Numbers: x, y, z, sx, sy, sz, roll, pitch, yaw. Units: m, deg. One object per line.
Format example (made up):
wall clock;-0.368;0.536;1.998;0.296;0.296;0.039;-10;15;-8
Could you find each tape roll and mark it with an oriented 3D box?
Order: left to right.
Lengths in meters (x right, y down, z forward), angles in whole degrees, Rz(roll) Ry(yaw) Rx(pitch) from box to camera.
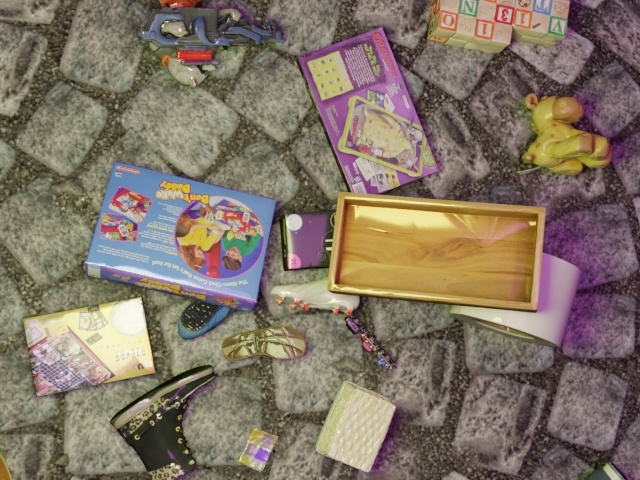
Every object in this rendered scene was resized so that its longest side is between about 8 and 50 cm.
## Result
tape roll;0.414;0.112;1.901;0.246;0.246;0.169;20;83;-7

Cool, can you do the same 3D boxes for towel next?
towel;-0.133;0.445;1.904;0.060;0.009;0.083;28;82;-7

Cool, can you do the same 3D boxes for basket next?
basket;0.076;0.395;1.895;0.113;0.103;0.167;24;82;-8

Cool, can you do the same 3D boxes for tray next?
tray;0.231;0.023;1.790;0.411;0.076;0.202;5;80;11

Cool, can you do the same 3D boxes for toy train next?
toy train;0.107;0.224;1.951;0.036;0.027;0.158;-41;93;-6

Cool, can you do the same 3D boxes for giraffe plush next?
giraffe plush;0.539;-0.249;2.009;0.210;0.181;0.170;-7;74;24

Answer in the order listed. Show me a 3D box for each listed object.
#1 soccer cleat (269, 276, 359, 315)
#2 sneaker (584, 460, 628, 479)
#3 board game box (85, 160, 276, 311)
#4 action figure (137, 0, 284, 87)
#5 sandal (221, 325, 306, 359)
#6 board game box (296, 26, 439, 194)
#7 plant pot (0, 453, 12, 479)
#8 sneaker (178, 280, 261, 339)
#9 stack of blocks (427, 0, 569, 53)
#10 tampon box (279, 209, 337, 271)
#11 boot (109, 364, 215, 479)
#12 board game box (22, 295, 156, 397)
soccer cleat;-0.012;0.112;1.926;0.196;0.068;0.076;9;69;-10
sneaker;0.689;0.649;1.990;0.131;0.112;0.319;-36;89;7
board game box;-0.284;-0.007;1.845;0.347;0.078;0.233;14;66;-8
action figure;-0.255;-0.487;1.908;0.341;0.178;0.330;2;92;-36
sandal;-0.120;0.222;1.908;0.180;0.049;0.072;-6;81;5
board game box;0.104;-0.276;1.979;0.208;0.056;0.346;-21;90;-6
plant pot;-0.752;0.525;1.705;0.254;0.237;0.237;-11;88;4
sneaker;-0.217;0.138;1.893;0.209;0.082;0.069;-36;74;-28
stack of blocks;0.405;-0.518;2.024;0.297;0.087;0.171;9;85;-9
tampon box;0.000;0.000;1.912;0.161;0.101;0.120;-4;86;-9
boot;-0.291;0.380;1.847;0.236;0.085;0.178;-30;93;-4
board game box;-0.476;0.218;1.847;0.243;0.042;0.165;-10;87;-10
